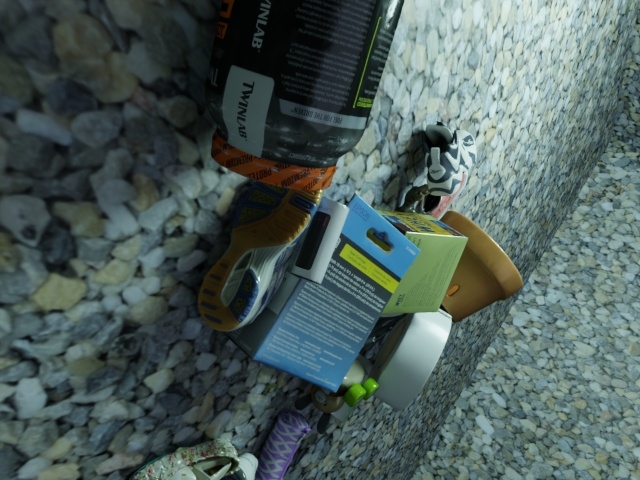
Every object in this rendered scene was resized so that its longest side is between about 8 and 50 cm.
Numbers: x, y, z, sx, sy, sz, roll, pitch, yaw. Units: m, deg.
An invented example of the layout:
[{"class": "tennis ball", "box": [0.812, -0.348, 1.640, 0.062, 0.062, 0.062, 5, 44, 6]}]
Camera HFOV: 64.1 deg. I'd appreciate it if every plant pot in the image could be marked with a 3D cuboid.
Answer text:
[{"class": "plant pot", "box": [0.379, 0.089, 1.426, 0.203, 0.291, 0.291, -41, 147, 0]}]

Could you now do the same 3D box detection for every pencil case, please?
[{"class": "pencil case", "box": [-0.094, 0.509, 1.226, 0.086, 0.088, 0.206, 12, 106, -55]}]

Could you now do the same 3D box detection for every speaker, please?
[{"class": "speaker", "box": [0.000, 0.000, 0.839, 0.055, 0.055, 0.136, 32, 78, -59]}]

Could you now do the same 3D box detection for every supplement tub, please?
[{"class": "supplement tub", "box": [-0.019, -0.245, 0.613, 0.207, 0.207, 0.338, -10, 122, -53]}]

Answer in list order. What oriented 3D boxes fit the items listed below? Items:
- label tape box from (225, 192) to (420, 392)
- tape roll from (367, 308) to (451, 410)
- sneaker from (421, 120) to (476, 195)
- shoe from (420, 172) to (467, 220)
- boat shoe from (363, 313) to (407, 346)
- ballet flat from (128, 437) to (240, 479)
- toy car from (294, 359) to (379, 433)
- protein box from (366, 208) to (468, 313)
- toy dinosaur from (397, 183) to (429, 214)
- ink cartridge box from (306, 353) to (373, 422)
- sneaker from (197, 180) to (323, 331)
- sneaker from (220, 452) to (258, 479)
[{"class": "label tape box", "box": [0.014, 0.095, 0.975, 0.240, 0.106, 0.334, 36, 83, -41]}, {"class": "tape roll", "box": [0.227, 0.292, 1.334, 0.286, 0.100, 0.286, -59, 174, -10]}, {"class": "sneaker", "box": [0.301, -0.230, 1.197, 0.235, 0.094, 0.153, -52, 138, -34]}, {"class": "shoe", "box": [0.325, -0.132, 1.342, 0.178, 0.063, 0.081, -58, 154, 2]}, {"class": "boat shoe", "box": [0.104, 0.198, 1.227, 0.340, 0.127, 0.113, -20, 130, -45]}, {"class": "ballet flat", "box": [-0.240, 0.432, 0.961, 0.241, 0.077, 0.091, 3, 113, -56]}, {"class": "toy car", "box": [0.015, 0.365, 1.225, 0.188, 0.155, 0.149, -54, 154, 15]}, {"class": "protein box", "box": [0.191, 0.048, 1.171, 0.201, 0.136, 0.200, 4, 113, -36]}, {"class": "toy dinosaur", "box": [0.211, -0.016, 1.276, 0.118, 0.064, 0.268, 14, 104, -43]}, {"class": "ink cartridge box", "box": [0.066, 0.388, 1.399, 0.181, 0.056, 0.225, -54, 149, -14]}, {"class": "sneaker", "box": [-0.093, 0.009, 0.837, 0.296, 0.111, 0.131, -57, 167, -5]}, {"class": "sneaker", "box": [-0.210, 0.603, 1.121, 0.297, 0.111, 0.129, -62, 164, 11]}]
